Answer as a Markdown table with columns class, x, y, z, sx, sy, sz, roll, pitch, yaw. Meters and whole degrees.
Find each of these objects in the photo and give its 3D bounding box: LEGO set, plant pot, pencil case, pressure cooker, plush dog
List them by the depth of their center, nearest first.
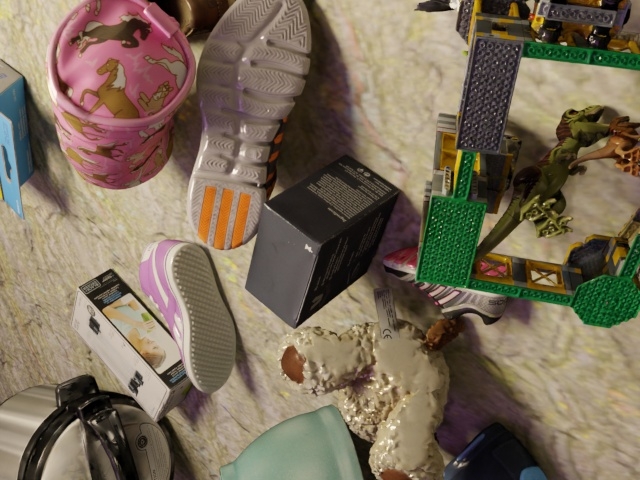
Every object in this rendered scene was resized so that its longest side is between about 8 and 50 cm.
| class | x | y | z | sx | sy | sz | roll | pitch | yaw |
| --- | --- | --- | --- | --- | --- | --- | --- | --- | --- |
| LEGO set | 0.207 | -0.097 | 0.659 | 0.255 | 0.192 | 0.331 | 2 | 126 | 10 |
| pencil case | -0.257 | -0.173 | 0.933 | 0.386 | 0.160 | 0.167 | 160 | 115 | -74 |
| plush dog | 0.085 | 0.195 | 0.967 | 0.262 | 0.211 | 0.225 | 44 | 159 | 11 |
| plant pot | -0.049 | 0.418 | 1.109 | 0.293 | 0.197 | 0.292 | 171 | 90 | -78 |
| pressure cooker | -0.541 | 0.521 | 1.623 | 0.421 | 0.375 | 0.370 | -6 | 141 | 43 |

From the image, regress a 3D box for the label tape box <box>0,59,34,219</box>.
| class | x | y | z | sx | sy | sz | roll | pitch | yaw |
| --- | --- | --- | --- | --- | --- | --- | --- | --- | --- |
| label tape box | -0.653 | -0.232 | 1.425 | 0.334 | 0.106 | 0.240 | 35 | 136 | 22 |

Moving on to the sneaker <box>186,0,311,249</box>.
| class | x | y | z | sx | sy | sz | roll | pitch | yaw |
| --- | --- | --- | --- | --- | --- | --- | --- | --- | --- |
| sneaker | -0.096 | -0.155 | 0.913 | 0.125 | 0.180 | 0.320 | 17 | 100 | -5 |

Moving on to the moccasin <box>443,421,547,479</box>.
| class | x | y | z | sx | sy | sz | roll | pitch | yaw |
| --- | --- | --- | --- | --- | --- | --- | --- | --- | --- |
| moccasin | 0.181 | 0.372 | 1.027 | 0.342 | 0.138 | 0.116 | -47 | 53 | 32 |

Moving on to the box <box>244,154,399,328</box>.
| class | x | y | z | sx | sy | sz | roll | pitch | yaw |
| --- | --- | --- | --- | --- | --- | --- | --- | --- | --- |
| box | 0.000 | 0.000 | 0.901 | 0.093 | 0.158 | 0.156 | 37 | 137 | 20 |

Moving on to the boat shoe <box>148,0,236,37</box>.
| class | x | y | z | sx | sy | sz | roll | pitch | yaw |
| --- | --- | --- | --- | --- | --- | --- | --- | --- | --- |
| boat shoe | -0.219 | -0.300 | 0.955 | 0.258 | 0.095 | 0.095 | 0 | 117 | 45 |

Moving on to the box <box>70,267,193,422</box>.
| class | x | y | z | sx | sy | sz | roll | pitch | yaw |
| --- | --- | --- | --- | --- | --- | --- | --- | --- | --- |
| box | -0.389 | 0.219 | 1.498 | 0.290 | 0.087 | 0.169 | 44 | 139 | 13 |

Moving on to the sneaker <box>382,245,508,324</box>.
| class | x | y | z | sx | sy | sz | roll | pitch | yaw |
| --- | --- | --- | --- | --- | --- | --- | --- | --- | --- |
| sneaker | 0.149 | 0.057 | 0.867 | 0.171 | 0.063 | 0.074 | 14 | 120 | 33 |

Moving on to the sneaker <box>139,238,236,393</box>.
| class | x | y | z | sx | sy | sz | roll | pitch | yaw |
| --- | --- | --- | --- | --- | --- | --- | --- | --- | --- |
| sneaker | -0.244 | 0.129 | 1.292 | 0.161 | 0.102 | 0.281 | 5 | 110 | 47 |
